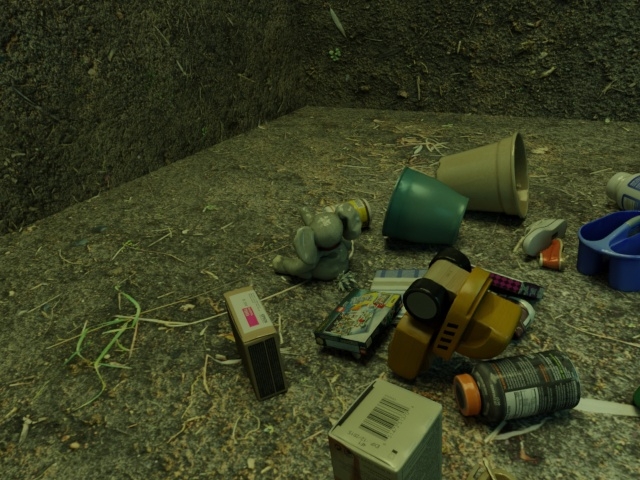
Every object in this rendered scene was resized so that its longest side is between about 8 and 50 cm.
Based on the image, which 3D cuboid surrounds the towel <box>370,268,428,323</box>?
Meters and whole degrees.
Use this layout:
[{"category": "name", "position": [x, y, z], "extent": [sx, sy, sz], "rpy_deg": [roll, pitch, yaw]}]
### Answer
[{"category": "towel", "position": [0.253, 0.170, 1.510], "extent": [0.210, 0.034, 0.285], "rpy_deg": [-1, 27, 15]}]

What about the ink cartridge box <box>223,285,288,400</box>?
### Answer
[{"category": "ink cartridge box", "position": [-0.170, 0.259, 1.264], "extent": [0.088, 0.193, 0.234], "rpy_deg": [-16, 30, -16]}]

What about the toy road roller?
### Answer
[{"category": "toy road roller", "position": [0.318, 0.206, 1.162], "extent": [0.241, 0.329, 0.202], "rpy_deg": [29, 42, 22]}]

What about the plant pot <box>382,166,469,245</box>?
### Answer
[{"category": "plant pot", "position": [0.390, -0.103, 1.777], "extent": [0.255, 0.271, 0.271], "rpy_deg": [20, 35, 14]}]

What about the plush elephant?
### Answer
[{"category": "plush elephant", "position": [0.000, 0.000, 1.644], "extent": [0.272, 0.255, 0.330], "rpy_deg": [-23, 32, -28]}]

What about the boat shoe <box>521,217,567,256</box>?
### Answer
[{"category": "boat shoe", "position": [0.758, -0.022, 1.695], "extent": [0.268, 0.096, 0.088], "rpy_deg": [-26, 30, -34]}]

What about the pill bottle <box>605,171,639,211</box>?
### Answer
[{"category": "pill bottle", "position": [1.200, -0.158, 1.788], "extent": [0.153, 0.152, 0.272], "rpy_deg": [-13, 29, -12]}]

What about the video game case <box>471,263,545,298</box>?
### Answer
[{"category": "video game case", "position": [0.514, 0.111, 1.442], "extent": [0.232, 0.041, 0.210], "rpy_deg": [20, 4, 40]}]

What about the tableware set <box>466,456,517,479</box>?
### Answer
[{"category": "tableware set", "position": [0.306, 0.491, 0.890], "extent": [0.128, 0.039, 0.194], "rpy_deg": [15, 35, 35]}]

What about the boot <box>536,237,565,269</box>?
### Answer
[{"category": "boot", "position": [0.762, 0.040, 1.618], "extent": [0.085, 0.059, 0.158], "rpy_deg": [1, 30, 24]}]

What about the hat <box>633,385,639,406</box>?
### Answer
[{"category": "hat", "position": [0.804, 0.377, 1.011], "extent": [0.173, 0.183, 0.208], "rpy_deg": [-23, -10, -40]}]

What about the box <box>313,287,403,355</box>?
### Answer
[{"category": "box", "position": [0.110, 0.219, 1.363], "extent": [0.159, 0.044, 0.233], "rpy_deg": [4, 29, 34]}]

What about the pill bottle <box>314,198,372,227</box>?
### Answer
[{"category": "pill bottle", "position": [0.088, -0.090, 1.941], "extent": [0.215, 0.117, 0.117], "rpy_deg": [-14, 29, -14]}]

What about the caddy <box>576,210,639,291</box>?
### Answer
[{"category": "caddy", "position": [0.958, 0.008, 1.503], "extent": [0.342, 0.179, 0.241], "rpy_deg": [-19, 29, -21]}]

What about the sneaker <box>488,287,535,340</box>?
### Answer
[{"category": "sneaker", "position": [0.428, 0.199, 1.344], "extent": [0.282, 0.106, 0.162], "rpy_deg": [14, 37, 32]}]

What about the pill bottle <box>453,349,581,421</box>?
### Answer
[{"category": "pill bottle", "position": [0.425, 0.324, 1.079], "extent": [0.246, 0.130, 0.130], "rpy_deg": [-8, 28, -3]}]

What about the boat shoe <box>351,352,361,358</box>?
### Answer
[{"category": "boat shoe", "position": [0.094, 0.285, 1.329], "extent": [0.035, 0.035, 0.100], "rpy_deg": [-17, 23, -13]}]

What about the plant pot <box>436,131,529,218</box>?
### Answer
[{"category": "plant pot", "position": [0.642, -0.242, 1.943], "extent": [0.306, 0.333, 0.334], "rpy_deg": [-3, 26, 32]}]

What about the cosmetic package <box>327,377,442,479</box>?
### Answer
[{"category": "cosmetic package", "position": [0.117, 0.404, 0.822], "extent": [0.129, 0.296, 0.153], "rpy_deg": [14, 33, 36]}]
